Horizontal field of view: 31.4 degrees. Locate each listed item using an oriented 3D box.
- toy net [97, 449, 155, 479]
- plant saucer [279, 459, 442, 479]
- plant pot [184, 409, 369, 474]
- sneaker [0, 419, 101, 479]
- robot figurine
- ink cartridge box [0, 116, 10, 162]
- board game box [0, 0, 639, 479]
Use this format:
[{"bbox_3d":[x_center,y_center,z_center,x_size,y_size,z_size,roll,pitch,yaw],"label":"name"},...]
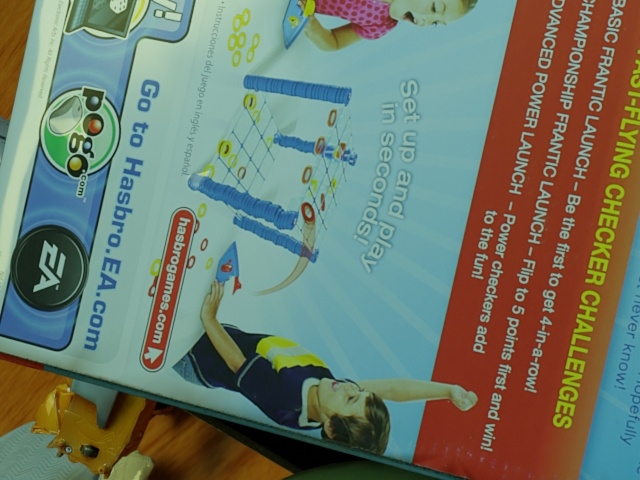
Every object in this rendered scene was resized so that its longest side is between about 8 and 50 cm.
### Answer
[{"bbox_3d":[-0.127,0.238,0.773,0.122,0.045,0.232,-51,30,15],"label":"toy net"},{"bbox_3d":[0.017,0.246,0.432,0.318,0.044,0.317,-4,83,38],"label":"plant saucer"},{"bbox_3d":[0.000,0.000,0.602,0.188,0.187,0.167,-62,-7,5],"label":"plant pot"},{"bbox_3d":[-0.222,0.261,0.837,0.108,0.169,0.292,-1,23,15],"label":"sneaker"},{"bbox_3d":[-0.096,0.006,0.778,0.211,0.085,0.291,-45,-21,-77],"label":"robot figurine"},{"bbox_3d":[-0.233,-0.013,0.966,0.114,0.197,0.273,-62,31,5],"label":"ink cartridge box"},{"bbox_3d":[0.039,-0.071,0.454,0.302,0.086,0.308,13,91,14],"label":"board game box"}]
